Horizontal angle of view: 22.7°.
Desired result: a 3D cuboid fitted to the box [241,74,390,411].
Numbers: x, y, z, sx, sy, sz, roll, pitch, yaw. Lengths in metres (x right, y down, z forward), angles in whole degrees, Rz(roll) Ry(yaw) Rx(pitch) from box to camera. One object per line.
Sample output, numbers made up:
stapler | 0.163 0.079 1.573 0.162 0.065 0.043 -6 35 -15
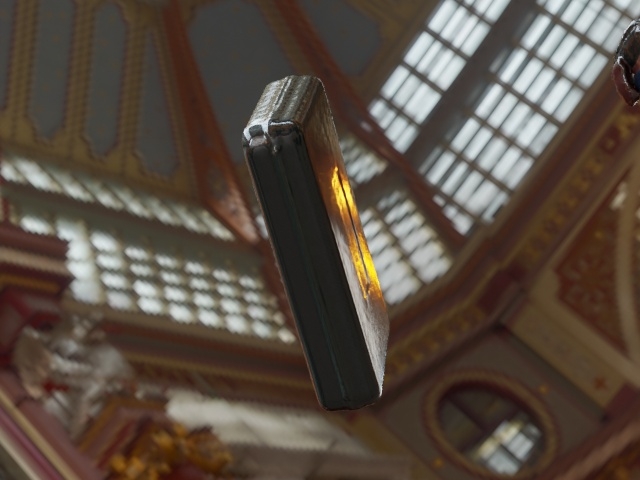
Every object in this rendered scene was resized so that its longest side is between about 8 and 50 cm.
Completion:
box | 0.000 0.000 1.199 0.050 0.160 0.230 -13 -72 10

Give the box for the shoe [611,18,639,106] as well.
shoe | 0.270 -0.154 1.054 0.227 0.125 0.099 -47 -18 -17
